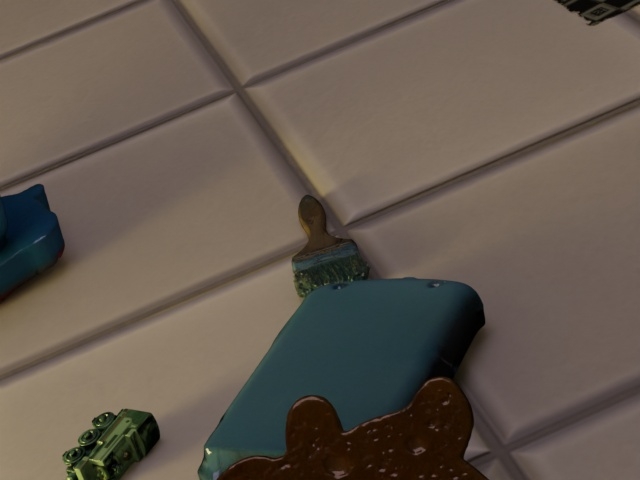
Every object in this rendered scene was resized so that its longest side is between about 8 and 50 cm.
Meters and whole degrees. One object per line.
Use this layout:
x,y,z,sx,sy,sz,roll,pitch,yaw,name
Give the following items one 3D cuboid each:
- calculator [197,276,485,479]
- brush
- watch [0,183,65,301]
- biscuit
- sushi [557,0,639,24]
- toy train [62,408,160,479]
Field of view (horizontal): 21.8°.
0.019,0.116,1.311,0.173,0.051,0.293,-2,33,30,calculator
0.000,0.000,1.547,0.070,0.021,0.196,-18,29,0,brush
-0.424,-0.075,1.671,0.241,0.274,0.305,-32,37,-19,watch
0.017,0.173,1.169,0.205,0.031,0.138,-17,73,1,biscuit
0.351,-0.308,1.841,0.201,0.031,0.139,-25,30,-10,sushi
-0.172,0.171,1.351,0.053,0.033,0.083,4,37,30,toy train
